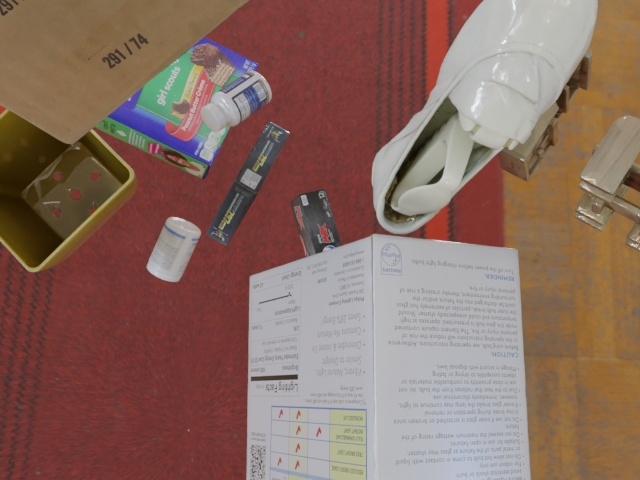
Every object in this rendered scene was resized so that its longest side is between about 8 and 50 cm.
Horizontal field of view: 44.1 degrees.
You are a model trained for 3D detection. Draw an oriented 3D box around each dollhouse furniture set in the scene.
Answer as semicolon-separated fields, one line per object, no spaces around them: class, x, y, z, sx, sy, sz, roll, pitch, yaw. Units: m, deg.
dollhouse furniture set;0.371;-0.116;0.996;0.242;0.212;0.161;32;89;20

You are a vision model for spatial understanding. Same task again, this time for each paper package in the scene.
paper package;-0.300;-0.312;0.910;0.325;0.309;0.168;-34;47;22

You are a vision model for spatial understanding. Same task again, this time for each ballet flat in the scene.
ballet flat;0.171;-0.128;0.890;0.139;0.400;0.139;12;57;-19

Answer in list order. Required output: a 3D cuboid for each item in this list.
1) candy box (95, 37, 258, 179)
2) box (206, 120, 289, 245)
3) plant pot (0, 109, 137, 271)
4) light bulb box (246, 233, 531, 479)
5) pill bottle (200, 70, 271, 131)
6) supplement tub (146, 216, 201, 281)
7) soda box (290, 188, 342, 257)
candy box;-0.331;-0.322;1.687;0.317;0.122;0.268;25;70;-8
box;-0.157;-0.126;1.725;0.059;0.183;0.232;30;43;-7
plant pot;-0.417;-0.087;1.259;0.212;0.187;0.212;-45;85;-4
light bulb box;0.069;0.205;1.025;0.225;0.358;0.361;5;78;-27
pill bottle;-0.149;-0.241;1.385;0.120;0.067;0.067;-40;86;-27
supplement tub;-0.276;0.016;1.491;0.071;0.071;0.107;27;102;-2
soda box;0.000;0.000;1.374;0.053;0.060;0.168;-13;82;-19
